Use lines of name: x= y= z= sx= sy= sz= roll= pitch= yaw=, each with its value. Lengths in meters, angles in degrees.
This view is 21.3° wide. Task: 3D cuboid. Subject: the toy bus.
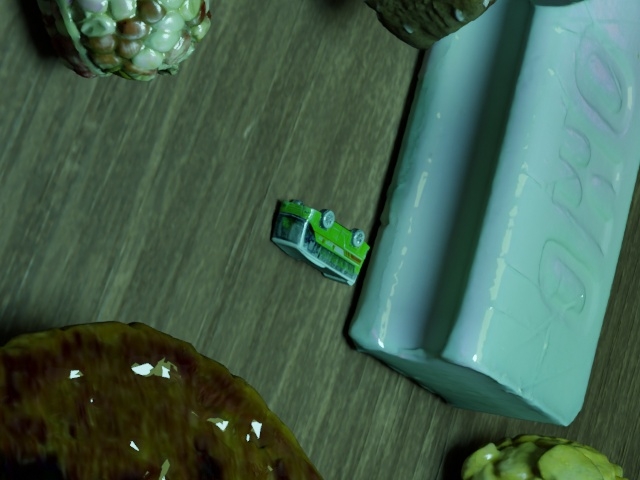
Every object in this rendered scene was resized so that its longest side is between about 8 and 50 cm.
toy bus: x=0.000 y=0.000 z=1.136 sx=0.083 sy=0.031 sz=0.037 roll=32 pitch=79 yaw=-55

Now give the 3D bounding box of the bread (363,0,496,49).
bread: x=0.143 y=-0.301 z=1.160 sx=0.165 sy=0.113 sz=0.416 roll=53 pitch=54 yaw=-12

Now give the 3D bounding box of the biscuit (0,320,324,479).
biscuit: x=-0.123 y=0.186 z=0.824 sx=0.334 sy=0.081 sz=0.289 roll=-8 pitch=70 yaw=-39

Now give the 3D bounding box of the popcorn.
popcorn: x=0.170 y=0.220 z=1.352 sx=0.194 sy=0.140 sz=0.163 roll=-15 pitch=116 yaw=-45

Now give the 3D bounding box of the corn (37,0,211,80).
corn: x=-0.119 y=-0.212 z=0.863 sx=0.092 sy=0.092 sz=0.280 roll=-38 pitch=124 yaw=-48

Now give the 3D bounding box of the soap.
soap: x=0.152 y=-0.049 z=1.286 sx=0.208 sy=0.115 sz=0.346 roll=36 pitch=66 yaw=-55
